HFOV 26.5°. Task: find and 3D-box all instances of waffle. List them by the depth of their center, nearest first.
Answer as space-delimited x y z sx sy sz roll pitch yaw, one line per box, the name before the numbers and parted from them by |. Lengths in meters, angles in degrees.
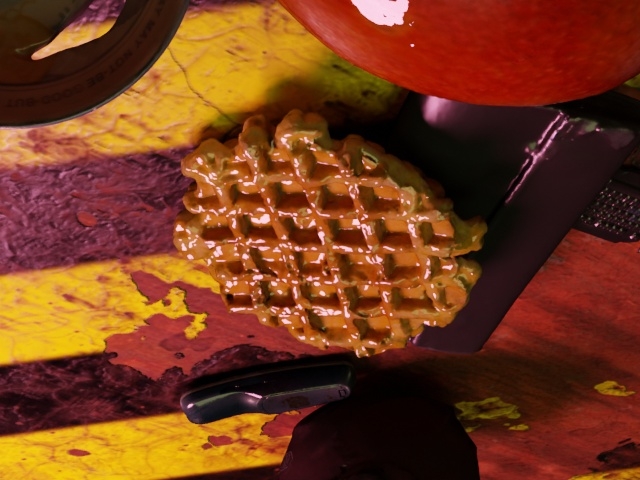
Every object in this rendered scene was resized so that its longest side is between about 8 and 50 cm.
waffle | 0.000 0.000 1.364 0.325 0.068 0.302 33 138 -13

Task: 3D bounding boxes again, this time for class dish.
dish | -0.227 -0.228 1.006 0.273 0.134 0.273 -1 105 -5

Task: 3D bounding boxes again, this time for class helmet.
helmet | 0.063 0.281 1.728 0.305 0.177 0.225 7 162 -17

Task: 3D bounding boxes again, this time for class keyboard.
keyboard | 0.271 -0.054 1.448 0.262 0.016 0.106 18 137 -31

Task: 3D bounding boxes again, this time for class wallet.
wallet | 0.143 -0.024 1.398 0.228 0.062 0.406 16 141 -11

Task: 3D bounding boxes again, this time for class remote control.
remote control | -0.064 0.190 1.697 0.222 0.042 0.072 -11 146 4

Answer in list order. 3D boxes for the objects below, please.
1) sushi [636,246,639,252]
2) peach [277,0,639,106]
sushi | 0.566 -0.035 1.461 0.296 0.100 0.373 8 141 -22
peach | 0.101 -0.261 0.810 0.388 0.388 0.388 -5 144 -4
